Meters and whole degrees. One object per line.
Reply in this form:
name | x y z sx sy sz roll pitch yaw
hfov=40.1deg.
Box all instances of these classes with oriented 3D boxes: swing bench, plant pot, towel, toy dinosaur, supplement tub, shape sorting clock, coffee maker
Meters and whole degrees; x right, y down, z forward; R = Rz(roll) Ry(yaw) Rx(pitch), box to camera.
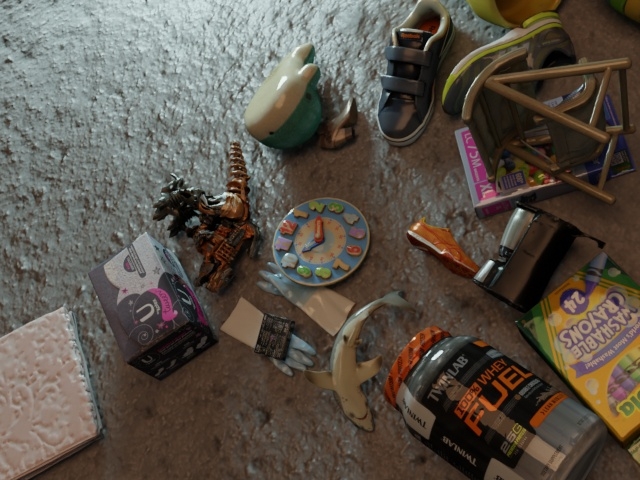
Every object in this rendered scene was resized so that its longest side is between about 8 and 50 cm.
swing bench | 0.407 -0.206 1.553 0.254 0.253 0.165 14 74 25
plant pot | 0.361 -0.589 1.830 0.254 0.254 0.239 -50 44 -5
towel | -0.643 0.350 1.912 0.316 0.053 0.332 -28 61 8
toy dinosaur | -0.226 -0.052 1.896 0.218 0.164 0.322 10 53 10
supplement tub | 0.286 0.299 1.475 0.338 0.207 0.207 32 82 30
shape sorting clock | 0.000 0.000 1.806 0.206 0.040 0.206 -9 58 15
coffee maker | 0.384 0.040 1.584 0.171 0.120 0.178 29 91 55

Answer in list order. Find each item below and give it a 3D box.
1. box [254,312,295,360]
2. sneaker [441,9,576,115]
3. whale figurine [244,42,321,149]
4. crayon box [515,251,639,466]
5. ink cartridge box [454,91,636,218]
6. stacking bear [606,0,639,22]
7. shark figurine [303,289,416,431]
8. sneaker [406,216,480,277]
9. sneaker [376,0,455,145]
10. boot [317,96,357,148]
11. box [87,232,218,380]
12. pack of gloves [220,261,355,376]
box | -0.092 0.192 1.752 0.067 0.018 0.083 12 85 29
sneaker | 0.381 -0.342 1.780 0.300 0.111 0.121 -34 65 8
whale figurine | -0.060 -0.314 1.938 0.216 0.141 0.272 -31 31 41
crayon box | 0.518 0.202 1.497 0.203 0.083 0.323 -40 60 2
ink cartridge box | 0.433 -0.175 1.711 0.311 0.065 0.186 -16 63 13
stacking bear | 0.656 -0.497 1.713 0.164 0.175 0.289 -38 67 0
shark figurine | 0.061 0.204 1.674 0.166 0.116 0.278 20 83 -7
sneaker | 0.246 0.011 1.702 0.067 0.064 0.175 -44 62 -13
sneaker | 0.190 -0.364 1.854 0.126 0.127 0.321 12 74 24
boot | 0.034 -0.254 1.916 0.086 0.042 0.119 -10 57 26
box | -0.351 0.136 1.837 0.163 0.142 0.247 -34 60 5
pack of gloves | -0.076 0.149 1.778 0.232 0.046 0.195 30 80 30
